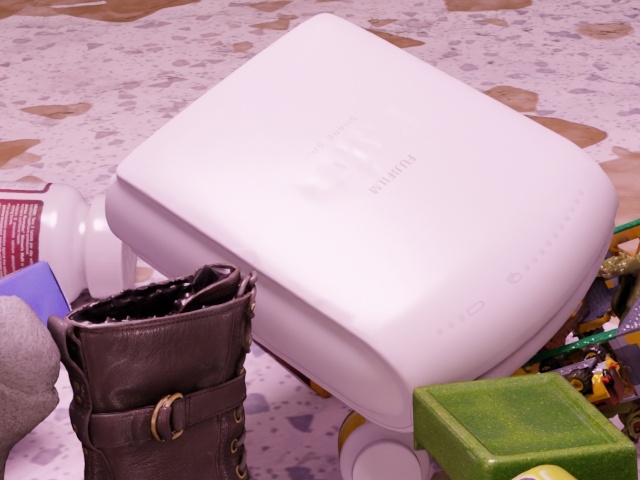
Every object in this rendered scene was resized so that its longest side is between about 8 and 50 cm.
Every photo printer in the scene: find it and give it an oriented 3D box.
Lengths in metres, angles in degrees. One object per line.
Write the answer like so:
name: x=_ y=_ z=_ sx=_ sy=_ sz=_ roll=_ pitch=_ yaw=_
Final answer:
photo printer: x=0.039 y=-0.016 z=0.985 sx=0.307 sy=0.107 sz=0.256 roll=33 pitch=58 yaw=27

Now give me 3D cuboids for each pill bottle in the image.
pill bottle: x=-0.294 y=0.003 z=1.332 sx=0.221 sy=0.121 sz=0.121 roll=2 pitch=25 yaw=1
pill bottle: x=0.045 y=0.156 z=0.988 sx=0.065 sy=0.065 sz=0.116 roll=-3 pitch=4 yaw=0

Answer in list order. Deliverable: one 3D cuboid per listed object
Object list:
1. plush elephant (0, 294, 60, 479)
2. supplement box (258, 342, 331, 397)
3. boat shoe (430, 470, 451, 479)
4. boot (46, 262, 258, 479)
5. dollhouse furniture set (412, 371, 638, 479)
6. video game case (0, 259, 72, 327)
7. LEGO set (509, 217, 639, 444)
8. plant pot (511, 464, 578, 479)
plush elephant: x=-0.293 y=0.200 z=0.760 sx=0.255 sy=0.272 sz=0.330 roll=-12 pitch=-5 yaw=-45
supplement box: x=0.000 y=0.000 z=1.220 sx=0.129 sy=0.191 sz=0.194 roll=-18 pitch=29 yaw=-26
boat shoe: x=0.087 y=0.212 z=0.934 sx=0.049 sy=0.042 sz=0.133 roll=20 pitch=24 yaw=-9
boot: x=-0.062 y=0.127 z=0.881 sx=0.091 sy=0.229 sz=0.263 roll=17 pitch=17 yaw=41
dollhouse furniture set: x=0.221 y=0.185 z=0.819 sx=0.301 sy=0.198 sz=0.151 roll=-5 pitch=9 yaw=-8
video game case: x=-0.362 y=0.114 z=1.063 sx=0.269 sy=0.061 sz=0.244 roll=-29 pitch=6 yaw=-42
LEGO set: x=0.254 y=0.111 z=1.034 sx=0.255 sy=0.192 sz=0.331 roll=-25 pitch=10 yaw=29
plant pot: x=0.093 y=0.247 z=0.582 sx=0.227 sy=0.207 sz=0.228 roll=-31 pitch=32 yaw=-8
